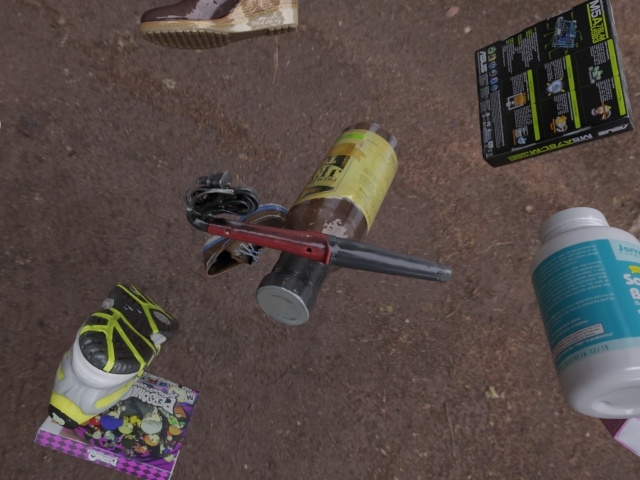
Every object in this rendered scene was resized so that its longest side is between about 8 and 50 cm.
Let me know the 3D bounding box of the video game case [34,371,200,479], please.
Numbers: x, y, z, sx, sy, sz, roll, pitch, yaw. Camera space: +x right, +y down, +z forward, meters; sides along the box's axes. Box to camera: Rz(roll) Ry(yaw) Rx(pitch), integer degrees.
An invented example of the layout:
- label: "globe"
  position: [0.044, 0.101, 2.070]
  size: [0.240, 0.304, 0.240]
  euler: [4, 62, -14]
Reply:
- label: "video game case"
  position: [-0.362, 0.325, 0.913]
  size: [0.232, 0.210, 0.041]
  euler: [24, 111, -8]

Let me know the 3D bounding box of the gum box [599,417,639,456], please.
- label: "gum box"
  position: [0.483, 0.284, 0.649]
  size: [0.188, 0.107, 0.062]
  euler: [35, 98, 17]

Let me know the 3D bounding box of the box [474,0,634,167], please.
- label: "box"
  position: [0.312, -0.214, 0.675]
  size: [0.045, 0.184, 0.190]
  euler: [22, 63, -47]

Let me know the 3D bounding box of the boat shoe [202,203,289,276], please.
- label: "boat shoe"
  position: [-0.119, 0.007, 0.785]
  size: [0.066, 0.183, 0.066]
  euler: [32, 40, -36]

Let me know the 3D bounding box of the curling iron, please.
- label: "curling iron"
  position: [0.000, 0.000, 0.471]
  size: [0.274, 0.068, 0.035]
  euler: [19, 51, -8]

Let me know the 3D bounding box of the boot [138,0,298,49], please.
- label: "boot"
  position: [-0.160, -0.403, 0.723]
  size: [0.248, 0.090, 0.206]
  euler: [-14, 97, -15]

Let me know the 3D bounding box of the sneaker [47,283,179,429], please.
- label: "sneaker"
  position: [-0.358, 0.182, 0.848]
  size: [0.145, 0.384, 0.147]
  euler: [39, 91, -4]

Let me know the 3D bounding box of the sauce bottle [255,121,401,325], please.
- label: "sauce bottle"
  position: [0.019, -0.037, 0.670]
  size: [0.111, 0.111, 0.344]
  euler: [33, 47, -5]

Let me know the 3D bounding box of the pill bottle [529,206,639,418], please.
- label: "pill bottle"
  position: [0.366, 0.082, 0.641]
  size: [0.146, 0.146, 0.264]
  euler: [9, 51, -8]
